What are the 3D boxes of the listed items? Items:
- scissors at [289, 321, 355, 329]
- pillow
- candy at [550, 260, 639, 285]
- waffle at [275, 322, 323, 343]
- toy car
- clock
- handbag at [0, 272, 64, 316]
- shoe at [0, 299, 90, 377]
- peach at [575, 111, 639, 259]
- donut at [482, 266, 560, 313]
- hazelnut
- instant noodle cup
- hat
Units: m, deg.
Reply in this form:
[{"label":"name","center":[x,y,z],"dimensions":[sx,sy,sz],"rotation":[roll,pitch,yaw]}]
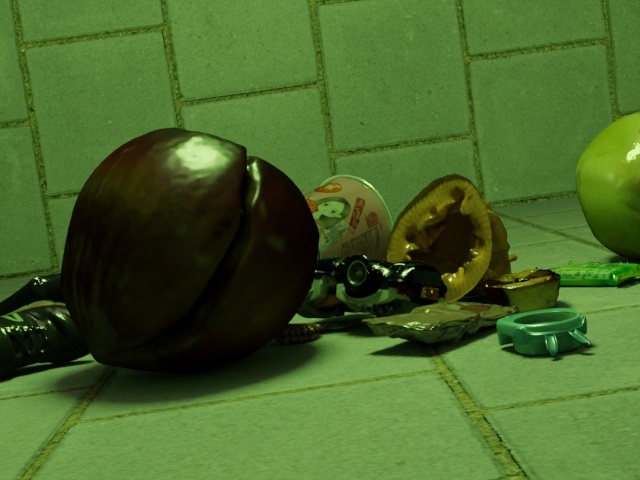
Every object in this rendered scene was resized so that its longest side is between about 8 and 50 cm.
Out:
[{"label":"scissors","center":[-0.001,0.146,1.957],"dimensions":[0.119,0.014,0.058],"rotation":[-3,3,25]},{"label":"pillow","center":[0.188,0.123,1.732],"dimensions":[0.135,0.049,0.248],"rotation":[-2,4,44]},{"label":"candy","center":[0.488,0.061,2.040],"dimensions":[0.102,0.032,0.178],"rotation":[-17,11,-41]},{"label":"waffle","center":[-0.036,0.151,1.888],"dimensions":[0.083,0.029,0.075],"rotation":[-6,6,2]},{"label":"toy car","center":[0.066,0.080,1.931],"dimensions":[0.301,0.118,0.193],"rotation":[2,-6,42]},{"label":"clock","center":[0.306,0.124,1.539],"dimensions":[0.108,0.045,0.147],"rotation":[-10,6,-9]},{"label":"handbag","center":[-0.533,0.125,2.274],"dimensions":[0.275,0.088,0.244],"rotation":[-25,-10,40]},{"label":"shoe","center":[-0.530,0.171,1.947],"dimensions":[0.291,0.114,0.137],"rotation":[-11,0,-3]},{"label":"peach","center":[0.641,-0.098,2.211],"dimensions":[0.314,0.281,0.315],"rotation":[26,-1,-21]},{"label":"donut","center":[0.332,0.084,1.873],"dimensions":[0.140,0.059,0.140],"rotation":[-8,6,1]},{"label":"hazelnut","center":[-0.198,0.021,1.791],"dimensions":[0.402,0.402,0.429],"rotation":[-12,15,-39]},{"label":"instant noodle cup","center":[0.000,0.000,2.480],"dimensions":[0.243,0.243,0.231],"rotation":[-3,14,44]},{"label":"hat","center":[0.282,0.014,2.060],"dimensions":[0.233,0.244,0.233],"rotation":[6,0,-44]}]
